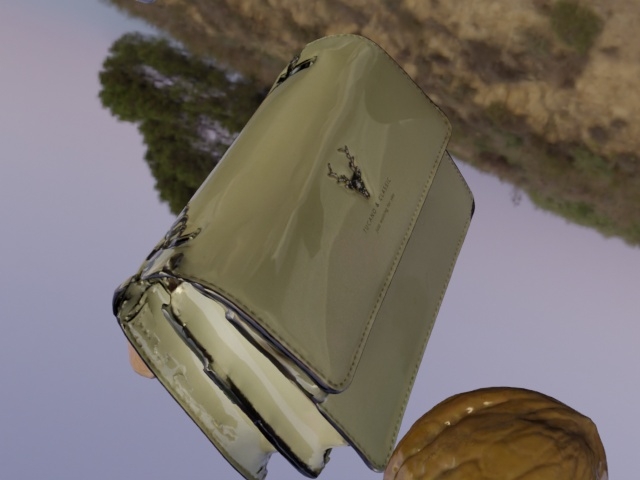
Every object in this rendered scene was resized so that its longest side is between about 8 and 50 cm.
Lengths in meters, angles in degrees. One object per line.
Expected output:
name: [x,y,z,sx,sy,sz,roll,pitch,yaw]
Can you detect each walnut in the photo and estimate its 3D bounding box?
walnut: [0.086,0.128,0.414,0.105,0.124,0.105,47,-166,-16]

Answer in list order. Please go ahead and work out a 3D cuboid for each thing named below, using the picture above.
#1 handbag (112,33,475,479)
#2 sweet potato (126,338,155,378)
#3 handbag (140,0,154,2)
handbag: [0.000,0.000,0.734,0.160,0.236,0.358,-18,-150,37]
sweet potato: [-0.090,0.062,1.067,0.337,0.131,0.131,-21,-150,-27]
handbag: [-0.239,-0.381,1.021,0.244,0.088,0.275,-8,180,-44]
